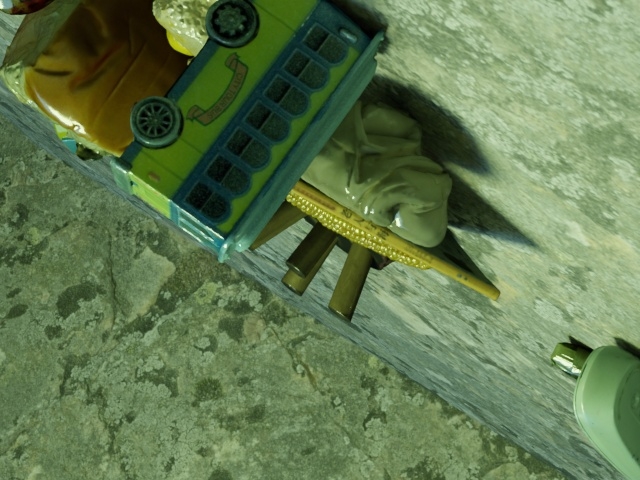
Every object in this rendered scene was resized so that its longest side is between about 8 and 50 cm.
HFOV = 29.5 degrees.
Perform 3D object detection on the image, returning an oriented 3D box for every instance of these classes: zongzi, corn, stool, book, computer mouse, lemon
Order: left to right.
[{"bbox_3d":[-0.190,-0.300,1.753,0.065,0.065,0.092,32,178,20],"label":"lemon"},{"bbox_3d":[0.000,0.000,2.184,0.272,0.178,0.272,36,169,8],"label":"stool"},{"bbox_3d":[0.069,-0.045,1.987,0.313,0.102,0.102,31,169,21],"label":"corn"},{"bbox_3d":[0.064,-0.051,1.739,0.389,0.032,0.269,28,-167,-24],"label":"book"},{"bbox_3d":[0.455,0.217,2.073,0.109,0.055,0.119,28,179,26],"label":"zongzi"},{"bbox_3d":[0.481,0.279,1.931,0.097,0.159,0.288,5,149,41],"label":"computer mouse"}]

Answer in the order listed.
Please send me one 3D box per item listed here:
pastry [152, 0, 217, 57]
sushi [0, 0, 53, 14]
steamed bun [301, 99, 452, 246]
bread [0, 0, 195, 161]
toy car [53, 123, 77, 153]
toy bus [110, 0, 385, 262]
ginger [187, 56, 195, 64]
[{"bbox_3d":[-0.128,-0.273,1.641,0.121,0.089,0.258,13,160,47],"label":"pastry"},{"bbox_3d":[-0.358,-0.394,1.435,0.212,0.227,0.215,31,176,-13],"label":"sushi"},{"bbox_3d":[0.078,-0.102,1.558,0.211,0.144,0.218,24,-170,-48],"label":"steamed bun"},{"bbox_3d":[-0.322,-0.262,1.822,0.225,0.279,0.250,2,148,47],"label":"bread"},{"bbox_3d":[-0.384,-0.275,2.119,0.142,0.247,0.200,-2,165,10],"label":"toy car"},{"bbox_3d":[-0.084,-0.150,1.396,0.190,0.312,0.152,35,170,0],"label":"toy bus"},{"bbox_3d":[-0.120,-0.240,1.813,0.096,0.067,0.165,20,180,36],"label":"ginger"}]
